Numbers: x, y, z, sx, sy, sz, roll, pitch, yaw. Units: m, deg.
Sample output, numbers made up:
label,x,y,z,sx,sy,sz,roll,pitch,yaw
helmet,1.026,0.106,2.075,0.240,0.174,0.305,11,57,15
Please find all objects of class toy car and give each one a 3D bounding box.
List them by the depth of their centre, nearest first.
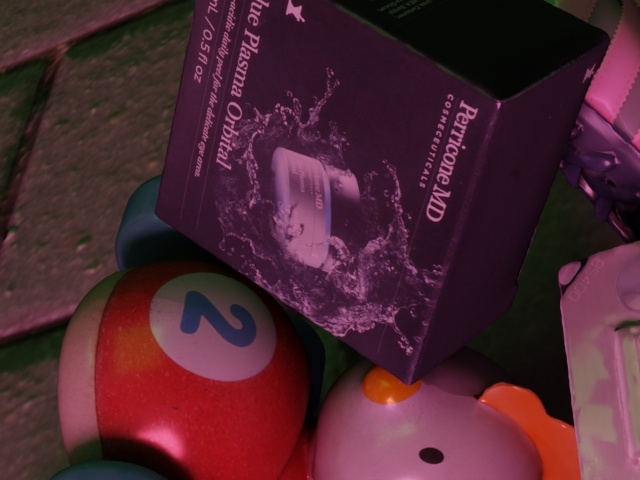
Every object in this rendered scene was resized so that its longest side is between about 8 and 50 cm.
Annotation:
label,x,y,z,sx,sy,sz,roll,pitch,yaw
toy car,0.016,0.091,0.806,0.238,0.210,0.219,-7,45,18

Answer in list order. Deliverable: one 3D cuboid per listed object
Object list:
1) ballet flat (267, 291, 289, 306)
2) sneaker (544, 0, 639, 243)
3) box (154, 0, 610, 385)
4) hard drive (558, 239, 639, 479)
label,x,y,z,sx,sy,sz,roll,pitch,yaw
ballet flat,0.000,0.000,1.012,0.213,0.072,0.068,-36,67,8
sneaker,0.116,-0.069,0.813,0.131,0.319,0.112,-25,-11,-23
box,0.022,-0.049,0.753,0.158,0.156,0.093,33,40,23
hard drive,0.265,0.079,0.646,0.339,0.064,0.237,-16,62,28
